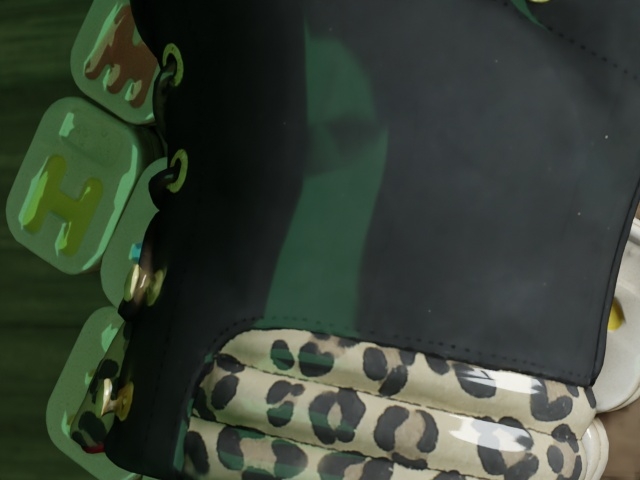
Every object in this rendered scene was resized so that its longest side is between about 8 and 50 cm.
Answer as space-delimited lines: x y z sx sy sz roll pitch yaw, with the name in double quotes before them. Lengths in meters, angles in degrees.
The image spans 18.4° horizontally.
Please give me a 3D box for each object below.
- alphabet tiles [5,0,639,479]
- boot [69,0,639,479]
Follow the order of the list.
"alphabet tiles" 0.000 0.000 0.773 0.284 0.021 0.278 33 104 26
"boot" -0.040 -0.060 0.713 0.377 0.138 0.284 11 87 22
